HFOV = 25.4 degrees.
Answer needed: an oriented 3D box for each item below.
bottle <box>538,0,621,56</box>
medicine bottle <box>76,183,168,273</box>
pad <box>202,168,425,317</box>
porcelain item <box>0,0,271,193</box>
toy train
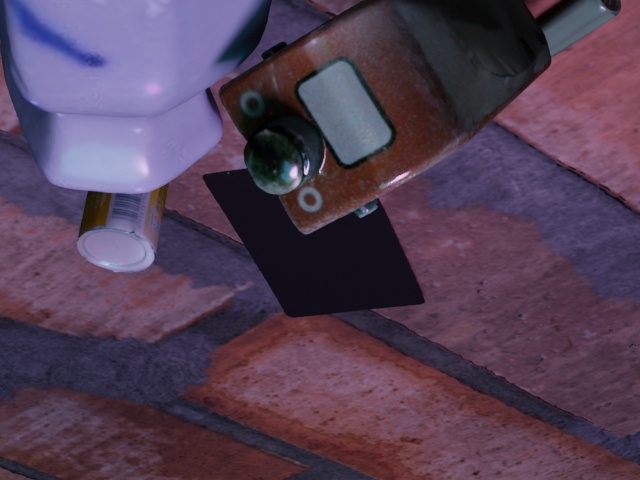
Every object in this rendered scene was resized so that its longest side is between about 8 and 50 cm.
[{"bbox_3d":[0.199,-0.172,1.125,0.030,0.030,0.083,25,143,-28],"label":"bottle"},{"bbox_3d":[-0.147,-0.082,1.139,0.074,0.218,0.074,4,146,3],"label":"medicine bottle"},{"bbox_3d":[0.000,0.000,1.442,0.160,0.009,0.265,-6,144,17],"label":"pad"},{"bbox_3d":[-0.137,-0.217,0.920,0.179,0.242,0.405,-15,151,-17],"label":"porcelain item"},{"bbox_3d":[0.054,-0.111,0.993,0.159,0.326,0.129,-30,95,30],"label":"toy train"}]
